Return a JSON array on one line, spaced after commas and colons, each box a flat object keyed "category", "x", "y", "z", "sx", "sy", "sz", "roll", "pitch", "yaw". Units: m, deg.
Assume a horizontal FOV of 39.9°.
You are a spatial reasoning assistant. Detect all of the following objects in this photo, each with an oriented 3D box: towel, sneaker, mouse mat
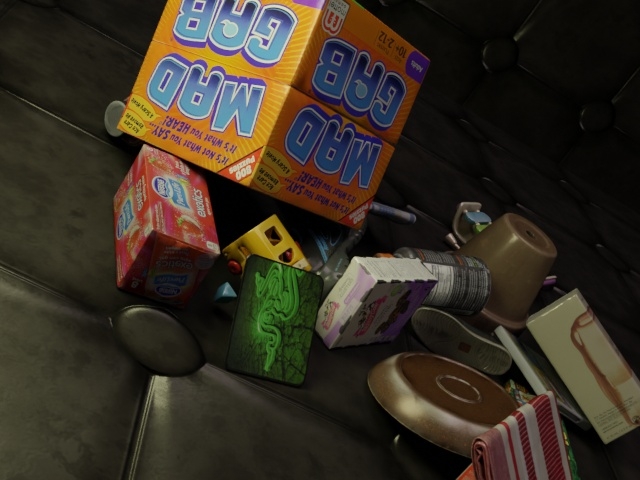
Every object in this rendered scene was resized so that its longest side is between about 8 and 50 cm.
[{"category": "towel", "x": 0.053, "y": -0.086, "z": 1.967, "sx": 0.285, "sy": 0.034, "sz": 0.209, "roll": 12, "pitch": 6, "yaw": -42}, {"category": "sneaker", "x": 0.000, "y": 0.000, "z": 1.742, "sx": 0.139, "sy": 0.125, "sz": 0.341, "roll": 31, "pitch": 24, "yaw": -2}, {"category": "towel", "x": 0.337, "y": 0.392, "z": 1.430, "sx": 0.329, "sy": 0.037, "sz": 0.237, "roll": -9, "pitch": 89, "yaw": -57}, {"category": "sneaker", "x": 0.283, "y": 0.201, "z": 1.824, "sx": 0.222, "sy": 0.083, "sz": 0.118, "roll": 30, "pitch": 9, "yaw": -1}, {"category": "mouse mat", "x": -0.071, "y": 0.129, "z": 1.412, "sx": 0.152, "sy": 0.007, "sz": 0.190, "roll": 19, "pitch": 73, "yaw": -31}]

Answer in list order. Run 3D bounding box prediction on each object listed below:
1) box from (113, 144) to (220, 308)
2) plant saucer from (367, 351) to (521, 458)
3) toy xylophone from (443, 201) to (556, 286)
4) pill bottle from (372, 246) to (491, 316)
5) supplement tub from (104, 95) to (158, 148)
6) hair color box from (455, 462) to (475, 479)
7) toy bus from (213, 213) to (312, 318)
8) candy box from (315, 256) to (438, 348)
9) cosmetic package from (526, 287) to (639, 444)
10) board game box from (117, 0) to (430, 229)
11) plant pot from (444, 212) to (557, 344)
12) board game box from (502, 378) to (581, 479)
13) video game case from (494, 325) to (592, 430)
[{"category": "box", "x": -0.260, "y": -0.027, "z": 1.456, "sx": 0.122, "sy": 0.128, "sz": 0.257, "roll": 21, "pitch": 29, "yaw": -28}, {"category": "plant saucer", "x": 0.235, "y": 0.277, "z": 1.548, "sx": 0.310, "sy": 0.050, "sz": 0.310, "roll": 21, "pitch": 17, "yaw": -6}, {"category": "toy xylophone", "x": 0.461, "y": 0.030, "z": 2.316, "sx": 0.322, "sy": 0.081, "sz": 0.236, "roll": 44, "pitch": 27, "yaw": 19}, {"category": "pill bottle", "x": 0.221, "y": 0.083, "z": 1.840, "sx": 0.245, "sy": 0.130, "sz": 0.130, "roll": 9, "pitch": 34, "yaw": -23}, {"category": "supplement tub", "x": -0.332, "y": -0.234, "z": 1.758, "sx": 0.198, "sy": 0.106, "sz": 0.106, "roll": -3, "pitch": 45, "yaw": -52}, {"category": "hair color box", "x": 0.230, "y": 0.396, "z": 1.400, "sx": 0.043, "sy": 0.072, "sz": 0.141, "roll": 43, "pitch": 27, "yaw": 17}, {"category": "toy bus", "x": -0.068, "y": 0.057, "z": 1.496, "sx": 0.202, "sy": 0.104, "sz": 0.191, "roll": 18, "pitch": 57, "yaw": -33}, {"category": "candy box", "x": 0.098, "y": 0.113, "z": 1.618, "sx": 0.196, "sy": 0.165, "sz": 0.070, "roll": 2, "pitch": 39, "yaw": -49}, {"category": "cosmetic package", "x": 0.576, "y": 0.262, "z": 1.881, "sx": 0.296, "sy": 0.129, "sz": 0.153, "roll": 57, "pitch": 16, "yaw": 6}, {"category": "board game box", "x": -0.082, "y": -0.274, "z": 1.653, "sx": 0.356, "sy": 0.356, "sz": 0.356, "roll": 25, "pitch": 4, "yaw": 36}, {"category": "plant pot", "x": 0.411, "y": 0.068, "z": 2.015, "sx": 0.263, "sy": 0.229, "sz": 0.263, "roll": 28, "pitch": 27, "yaw": -16}, {"category": "board game box", "x": 0.432, "y": 0.386, "z": 1.721, "sx": 0.136, "sy": 0.030, "sz": 0.260, "roll": 33, "pitch": 25, "yaw": -14}, {"category": "video game case", "x": 0.472, "y": 0.292, "z": 1.878, "sx": 0.193, "sy": 0.023, "sz": 0.212, "roll": 35, "pitch": 18, "yaw": -37}]
